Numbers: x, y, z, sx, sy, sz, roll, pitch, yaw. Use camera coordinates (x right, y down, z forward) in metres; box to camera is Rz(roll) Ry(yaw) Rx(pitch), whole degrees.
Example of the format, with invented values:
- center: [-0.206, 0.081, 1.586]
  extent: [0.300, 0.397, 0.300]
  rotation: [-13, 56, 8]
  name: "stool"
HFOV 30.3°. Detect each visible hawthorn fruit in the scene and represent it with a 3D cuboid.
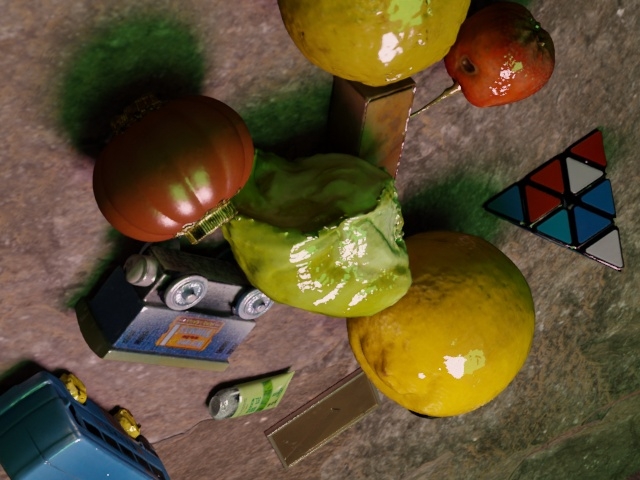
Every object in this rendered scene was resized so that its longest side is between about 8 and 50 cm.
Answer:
- center: [0.227, -0.243, 1.827]
  extent: [0.285, 0.165, 0.165]
  rotation: [-39, 149, 24]
  name: "hawthorn fruit"

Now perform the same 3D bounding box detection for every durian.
- center: [0.000, 0.000, 1.752]
  extent: [0.256, 0.204, 0.339]
  rotation: [-12, 130, 6]
  name: "durian"

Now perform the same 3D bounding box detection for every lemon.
- center: [0.067, -0.332, 1.458]
  extent: [0.260, 0.260, 0.284]
  rotation: [-16, 158, -31]
  name: "lemon"
- center: [0.216, 0.141, 2.087]
  extent: [0.348, 0.348, 0.348]
  rotation: [-25, 144, -20]
  name: "lemon"

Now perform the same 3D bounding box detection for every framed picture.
- center: [0.011, 0.365, 2.427]
  extent: [0.250, 0.016, 0.184]
  rotation: [-33, 146, -8]
  name: "framed picture"

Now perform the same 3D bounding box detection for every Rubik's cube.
- center: [0.456, -0.116, 2.257]
  extent: [0.250, 0.284, 0.234]
  rotation: [23, 95, -18]
  name: "Rubik's cube"

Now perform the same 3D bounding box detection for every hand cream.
- center: [-0.127, 0.290, 2.179]
  extent: [0.175, 0.046, 0.095]
  rotation: [-5, 131, -43]
  name: "hand cream"

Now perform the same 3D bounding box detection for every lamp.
- center: [-0.191, -0.094, 1.538]
  extent: [0.223, 0.196, 0.223]
  rotation: [-34, -176, 3]
  name: "lamp"

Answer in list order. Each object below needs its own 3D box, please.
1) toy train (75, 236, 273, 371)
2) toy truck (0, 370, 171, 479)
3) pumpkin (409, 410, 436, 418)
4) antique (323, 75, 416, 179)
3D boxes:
- center: [-0.207, 0.100, 1.807]
  extent: [0.300, 0.131, 0.202]
  rotation: [15, 121, -50]
  name: "toy train"
- center: [-0.380, 0.346, 1.902]
  extent: [0.161, 0.162, 0.385]
  rotation: [-37, 146, -1]
  name: "toy truck"
- center: [0.253, 0.286, 2.456]
  extent: [0.202, 0.140, 0.202]
  rotation: [-23, 144, -18]
  name: "pumpkin"
- center: [0.064, -0.134, 1.833]
  extent: [0.093, 0.087, 0.310]
  rotation: [-21, 142, -27]
  name: "antique"
